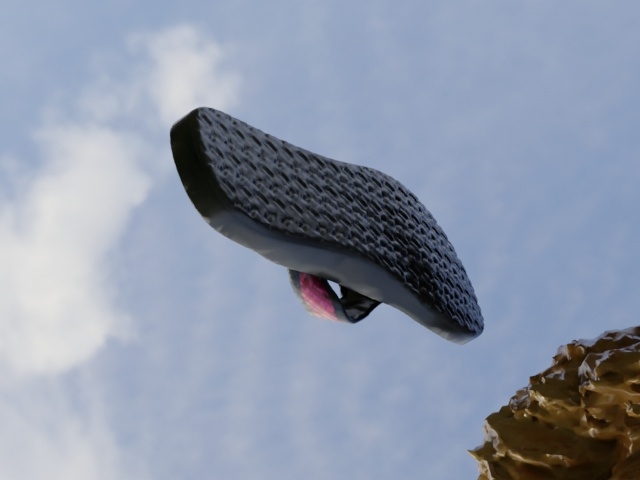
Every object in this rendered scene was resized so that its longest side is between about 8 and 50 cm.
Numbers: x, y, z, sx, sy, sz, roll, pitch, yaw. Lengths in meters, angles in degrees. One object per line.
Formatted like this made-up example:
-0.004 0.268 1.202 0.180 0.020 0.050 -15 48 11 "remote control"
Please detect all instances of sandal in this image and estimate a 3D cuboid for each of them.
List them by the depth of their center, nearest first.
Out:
0.000 0.000 0.600 0.040 0.179 0.067 -37 -128 25 "sandal"

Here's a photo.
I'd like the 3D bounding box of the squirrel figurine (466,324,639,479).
0.228 0.011 0.604 0.281 0.370 0.397 23 -75 9 "squirrel figurine"
